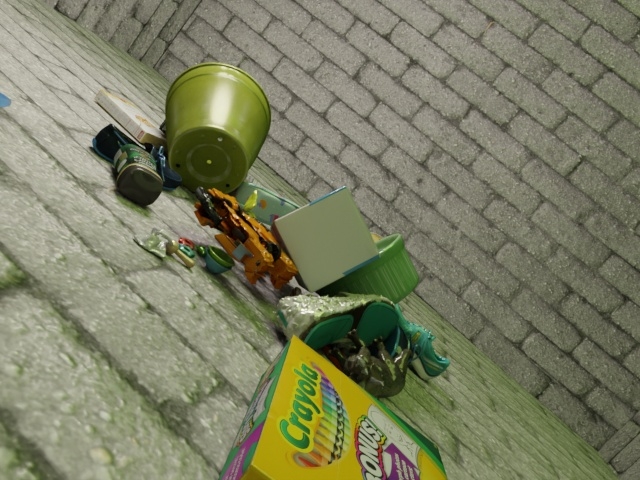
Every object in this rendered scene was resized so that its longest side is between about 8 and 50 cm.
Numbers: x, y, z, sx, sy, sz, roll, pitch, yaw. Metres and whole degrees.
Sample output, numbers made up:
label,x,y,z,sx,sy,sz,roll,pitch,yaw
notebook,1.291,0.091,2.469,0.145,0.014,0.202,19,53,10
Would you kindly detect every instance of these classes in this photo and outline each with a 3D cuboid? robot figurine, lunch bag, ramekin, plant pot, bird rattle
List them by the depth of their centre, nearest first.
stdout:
label,x,y,z,sx,sy,sz,roll,pitch,yaw
robot figurine,-0.186,-0.014,1.148,0.291,0.085,0.211,45,9,28
bird rattle,-0.176,-0.015,1.390,0.253,0.143,0.207,52,-1,44
ramekin,0.137,0.118,1.441,0.148,0.303,0.303,60,8,-3
plant pot,-0.341,-0.333,1.597,0.366,0.366,0.353,35,27,-29
lunch bag,-0.190,-0.114,1.711,0.279,0.108,0.224,26,-2,-26

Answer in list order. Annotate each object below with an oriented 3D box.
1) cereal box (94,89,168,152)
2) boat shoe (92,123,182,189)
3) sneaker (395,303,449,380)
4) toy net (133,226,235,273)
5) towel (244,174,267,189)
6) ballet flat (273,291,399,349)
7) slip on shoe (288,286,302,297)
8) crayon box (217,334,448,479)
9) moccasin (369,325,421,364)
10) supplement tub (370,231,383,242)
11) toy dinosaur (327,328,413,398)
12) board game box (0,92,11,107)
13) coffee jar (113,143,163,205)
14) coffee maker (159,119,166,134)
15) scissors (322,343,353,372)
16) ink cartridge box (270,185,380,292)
label,x,y,z,sx,sy,sz,roll,pitch,yaw
cereal box,-0.625,-0.401,1.676,0.240,0.047,0.173,41,8,12
boat shoe,-0.457,-0.212,1.289,0.109,0.089,0.258,46,10,34
sneaker,0.312,0.313,1.595,0.275,0.110,0.107,56,17,2
toy net,-0.287,0.008,1.038,0.232,0.045,0.122,28,15,-51
towel,-0.354,-0.284,2.210,0.312,0.056,0.324,38,8,-12
ballet flat,0.046,0.171,1.174,0.147,0.147,0.409,45,20,31
slip on shoe,-0.053,0.162,1.221,0.041,0.051,0.135,31,14,-17
crayon box,0.039,0.314,0.657,0.313,0.106,0.363,39,9,-3
moccasin,0.216,0.302,1.384,0.117,0.138,0.342,44,10,1
supplement tub,0.174,0.106,1.832,0.241,0.241,0.331,39,8,-8
toy dinosaur,0.116,0.287,1.079,0.313,0.121,0.160,27,27,-51
board game box,-0.680,-0.286,0.925,0.169,0.033,0.133,34,14,-4
coffee jar,-0.428,-0.155,1.158,0.096,0.079,0.184,33,11,-37
coffee maker,-0.525,-0.413,1.925,0.178,0.120,0.171,38,8,-17
scissors,0.059,0.305,1.099,0.109,0.021,0.297,38,10,-18
ink cartridge box,0.000,0.000,1.298,0.197,0.198,0.270,64,-8,-2
